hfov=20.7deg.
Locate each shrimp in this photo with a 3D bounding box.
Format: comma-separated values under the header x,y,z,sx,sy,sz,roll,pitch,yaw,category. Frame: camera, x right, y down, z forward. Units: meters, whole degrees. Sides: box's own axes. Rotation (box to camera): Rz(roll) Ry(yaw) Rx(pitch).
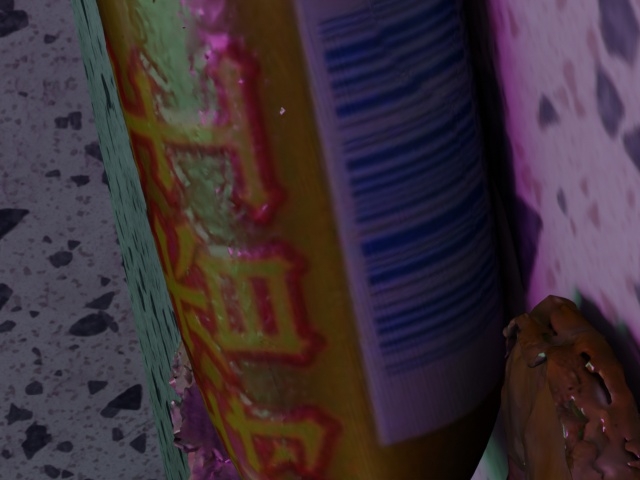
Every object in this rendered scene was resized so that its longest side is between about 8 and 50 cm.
x,y,z,sx,sy,sz,roll,pitch,yaw,category
0.079,0.135,0.550,0.173,0.058,0.253,-106,9,-61,shrimp

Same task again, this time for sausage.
x,y,z,sx,sy,sz,roll,pitch,yaw,category
-0.001,-0.001,0.597,0.125,0.117,0.317,-139,36,-63,sausage

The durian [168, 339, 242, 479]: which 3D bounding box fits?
x,y,z,sx,sy,sz,roll,pitch,yaw,category
-0.005,0.149,0.894,0.341,0.112,0.191,-105,-4,-63,durian
